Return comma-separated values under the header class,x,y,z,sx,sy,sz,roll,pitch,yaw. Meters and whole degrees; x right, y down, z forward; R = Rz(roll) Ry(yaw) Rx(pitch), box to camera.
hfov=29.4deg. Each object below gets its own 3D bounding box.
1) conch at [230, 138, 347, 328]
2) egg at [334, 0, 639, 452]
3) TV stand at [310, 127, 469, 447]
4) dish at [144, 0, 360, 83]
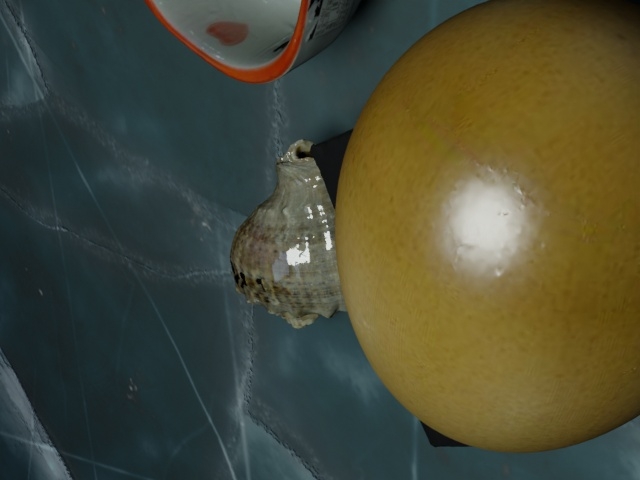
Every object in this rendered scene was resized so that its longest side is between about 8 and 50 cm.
class,x,y,z,sx,sy,sz,roll,pitch,yaw
conch,0.000,0.000,1.070,0.130,0.155,0.207,-89,6,-56
egg,0.133,-0.002,0.760,0.250,0.250,0.322,39,144,30
TV stand,0.091,0.028,0.980,0.088,0.083,0.269,-15,99,55
dish,-0.045,-0.257,0.934,0.256,0.117,0.256,30,134,37
